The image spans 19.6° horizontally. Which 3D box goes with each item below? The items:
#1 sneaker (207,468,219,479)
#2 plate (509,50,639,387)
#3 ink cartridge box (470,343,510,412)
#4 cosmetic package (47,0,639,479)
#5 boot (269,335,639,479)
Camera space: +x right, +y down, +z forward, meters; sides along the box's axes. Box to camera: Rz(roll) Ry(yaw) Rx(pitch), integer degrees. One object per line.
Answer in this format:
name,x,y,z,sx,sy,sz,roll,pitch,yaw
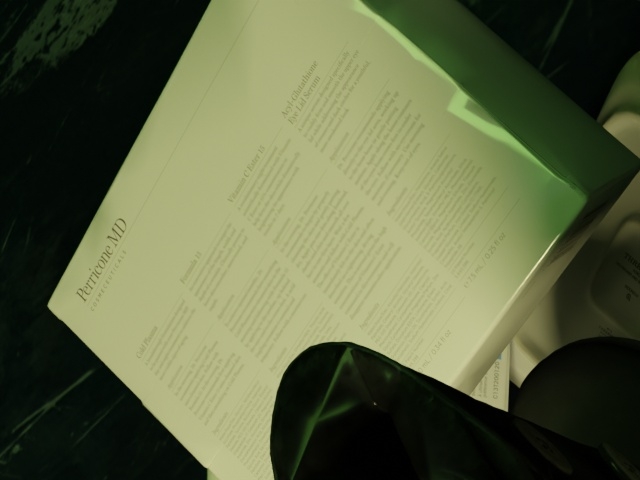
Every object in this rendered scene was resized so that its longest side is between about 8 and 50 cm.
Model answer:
sneaker,0.007,0.115,1.420,0.150,0.135,0.366,-169,88,-68
plate,0.240,0.031,1.336,0.277,0.045,0.278,44,114,47
ink cartridge box,0.079,0.129,1.475,0.208,0.045,0.206,-22,62,62
cosmetic package,0.000,0.000,1.269,0.284,0.097,0.377,43,125,13
boot,0.126,0.143,1.057,0.367,0.445,0.146,43,108,42
